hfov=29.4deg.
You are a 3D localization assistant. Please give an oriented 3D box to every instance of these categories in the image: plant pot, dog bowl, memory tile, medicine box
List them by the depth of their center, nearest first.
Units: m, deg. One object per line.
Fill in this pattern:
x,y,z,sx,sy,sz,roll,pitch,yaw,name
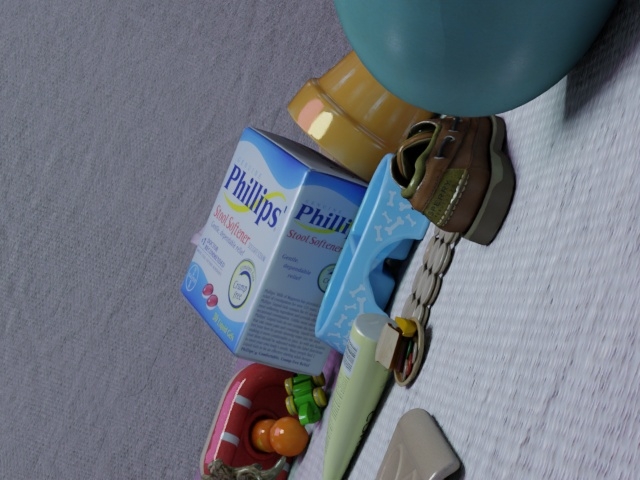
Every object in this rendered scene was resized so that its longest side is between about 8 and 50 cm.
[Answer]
0.136,-0.254,1.084,0.235,0.293,0.293,96,-173,-49,plant pot
0.127,0.034,1.392,0.113,0.012,0.148,-129,59,-83,memory tile
0.073,0.019,1.630,0.166,0.074,0.297,-97,29,-78,dog bowl
0.088,-0.208,1.791,0.188,0.205,0.205,-52,11,15,plant pot
-0.059,0.010,1.810,0.263,0.149,0.289,38,109,60,medicine box

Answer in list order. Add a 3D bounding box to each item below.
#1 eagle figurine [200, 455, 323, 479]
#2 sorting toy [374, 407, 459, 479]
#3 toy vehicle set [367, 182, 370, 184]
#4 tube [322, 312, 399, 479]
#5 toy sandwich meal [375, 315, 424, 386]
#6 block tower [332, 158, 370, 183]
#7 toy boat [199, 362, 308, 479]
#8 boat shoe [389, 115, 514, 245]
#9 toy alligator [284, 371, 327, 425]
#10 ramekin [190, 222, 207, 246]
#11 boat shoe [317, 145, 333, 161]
-0.098,0.423,1.478,0.226,0.225,0.298,14,-119,-58,eagle figurine
0.063,0.266,1.099,0.208,0.038,0.193,-64,7,4,sorting toy
0.000,0.000,1.933,0.267,0.035,0.165,-4,78,62,toy vehicle set
0.039,0.199,1.446,0.070,0.062,0.240,-12,-51,-43,tube
0.086,0.118,1.323,0.085,0.029,0.085,-168,90,-76,toy sandwich meal
0.078,-0.159,2.104,0.335,0.091,0.097,-76,8,-49,block tower
-0.076,0.295,1.859,0.151,0.151,0.231,-7,58,48,toy boat
0.134,-0.092,1.315,0.307,0.104,0.110,-92,24,-75,boat shoe
-0.019,0.216,1.834,0.189,0.056,0.051,-95,-19,-51,toy alligator
-0.132,0.022,2.608,0.127,0.273,0.273,-57,6,-3,ramekin
0.070,-0.211,2.298,0.302,0.109,0.098,-68,1,-56,boat shoe
